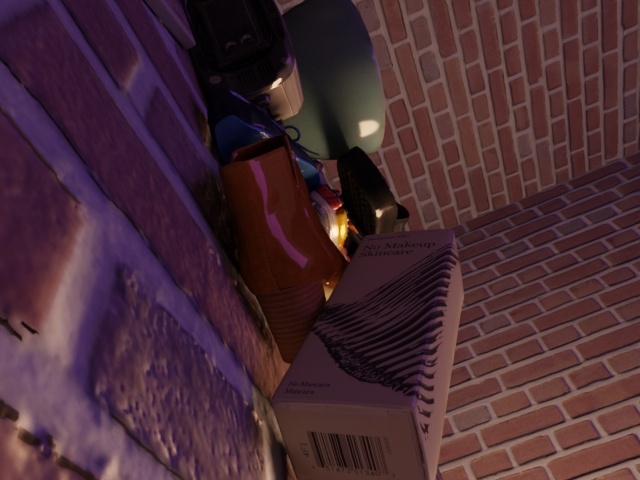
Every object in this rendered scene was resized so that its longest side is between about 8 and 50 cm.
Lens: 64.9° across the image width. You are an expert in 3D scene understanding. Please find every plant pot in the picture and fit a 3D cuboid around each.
[{"bbox_3d":[-0.035,-0.267,0.896,0.290,0.195,0.290,161,-90,-81],"label":"plant pot"}]

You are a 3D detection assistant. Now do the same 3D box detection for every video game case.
[{"bbox_3d":[-0.200,-0.317,0.568,0.157,0.019,0.143,40,27,-76],"label":"video game case"}]

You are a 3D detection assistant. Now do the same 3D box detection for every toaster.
[{"bbox_3d":[-0.107,-0.264,0.709,0.146,0.129,0.227,62,5,-75],"label":"toaster"}]

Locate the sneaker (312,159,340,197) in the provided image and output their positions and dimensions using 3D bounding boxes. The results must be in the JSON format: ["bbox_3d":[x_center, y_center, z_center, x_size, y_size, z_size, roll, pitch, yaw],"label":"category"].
[{"bbox_3d":[-0.004,-0.047,0.936,0.095,0.104,0.237,-92,162,-82],"label":"sneaker"}]

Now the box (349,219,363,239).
[{"bbox_3d":[0.102,0.029,1.603,0.103,0.114,0.203,60,10,-49],"label":"box"}]

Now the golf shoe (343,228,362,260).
[{"bbox_3d":[0.056,0.095,0.869,0.120,0.105,0.273,60,20,-29],"label":"golf shoe"}]

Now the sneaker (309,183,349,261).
[{"bbox_3d":[-0.013,0.018,0.772,0.088,0.092,0.225,46,-25,42],"label":"sneaker"}]

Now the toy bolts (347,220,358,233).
[{"bbox_3d":[0.108,0.012,1.412,0.229,0.218,0.159,91,-23,-55],"label":"toy bolts"}]

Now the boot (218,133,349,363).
[{"bbox_3d":[-0.021,-0.015,0.571,0.295,0.104,0.211,-51,128,-75],"label":"boot"}]

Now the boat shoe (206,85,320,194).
[{"bbox_3d":[-0.064,-0.122,0.664,0.089,0.109,0.258,65,2,20],"label":"boat shoe"}]

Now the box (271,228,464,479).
[{"bbox_3d":[0.064,0.090,0.468,0.275,0.113,0.094,-56,137,-58],"label":"box"}]

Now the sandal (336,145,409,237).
[{"bbox_3d":[0.115,-0.064,0.963,0.168,0.107,0.446,58,-2,9],"label":"sandal"}]
